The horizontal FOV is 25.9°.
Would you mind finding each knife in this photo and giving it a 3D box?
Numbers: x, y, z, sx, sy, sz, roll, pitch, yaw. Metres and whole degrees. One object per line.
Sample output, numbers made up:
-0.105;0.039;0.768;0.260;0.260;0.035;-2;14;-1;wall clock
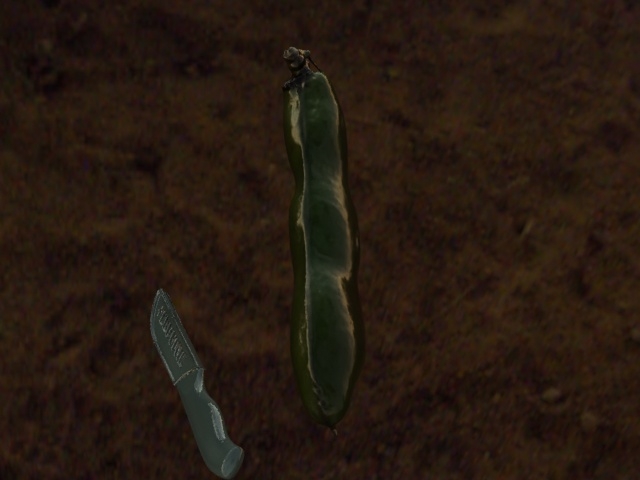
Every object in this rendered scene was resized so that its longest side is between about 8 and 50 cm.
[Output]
-0.087;0.094;0.931;0.015;0.028;0.210;22;18;-29;knife

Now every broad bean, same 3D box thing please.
0.001;0.001;0.890;0.046;0.065;0.254;-10;71;17;broad bean
